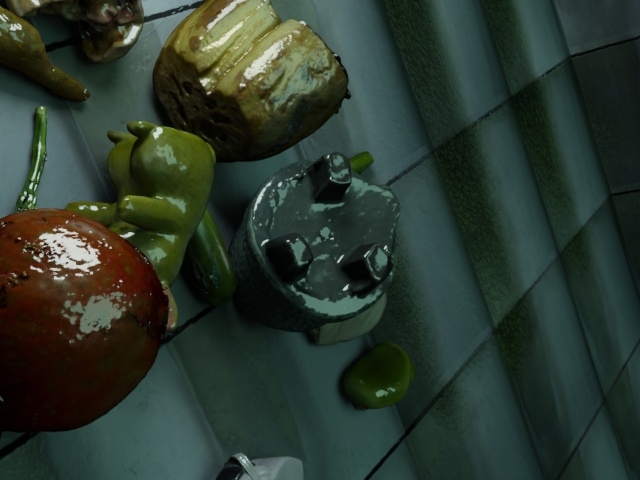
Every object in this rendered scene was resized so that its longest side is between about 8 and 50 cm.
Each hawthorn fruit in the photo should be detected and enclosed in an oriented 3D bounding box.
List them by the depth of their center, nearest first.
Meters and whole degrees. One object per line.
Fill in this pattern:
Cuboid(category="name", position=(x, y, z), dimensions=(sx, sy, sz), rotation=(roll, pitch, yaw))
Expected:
Cuboid(category="hawthorn fruit", position=(-0.356, 0.110, 1.162), dimensions=(0.316, 0.316, 0.316), rotation=(14, 71, -49))

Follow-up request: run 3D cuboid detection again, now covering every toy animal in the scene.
Cuboid(category="toy animal", position=(-0.278, -0.006, 1.345), dimensions=(0.180, 0.181, 0.363), rotation=(26, 72, -33))

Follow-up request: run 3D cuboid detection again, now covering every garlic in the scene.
Cuboid(category="garlic", position=(0.056, 0.114, 1.783), dimensions=(0.229, 0.142, 0.178), rotation=(9, 73, -59))

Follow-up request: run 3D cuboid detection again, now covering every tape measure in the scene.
Cuboid(category="tape measure", position=(-0.114, 0.468, 1.507), dimensions=(0.197, 0.120, 0.236), rotation=(34, 52, -49))

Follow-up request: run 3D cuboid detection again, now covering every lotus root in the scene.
Cuboid(category="lotus root", position=(-0.129, -0.273, 1.533), dimensions=(0.250, 0.316, 0.316), rotation=(-47, 119, -31))

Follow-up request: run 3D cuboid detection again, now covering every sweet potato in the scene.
Cuboid(category="sweet potato", position=(-0.434, -0.277, 1.317), dimensions=(0.269, 0.074, 0.075), rotation=(40, 53, -44))

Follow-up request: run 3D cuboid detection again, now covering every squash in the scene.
Cuboid(category="squash", position=(-0.226, -0.035, 1.512), dimensions=(0.087, 0.087, 0.331), rotation=(-42, 113, -46))

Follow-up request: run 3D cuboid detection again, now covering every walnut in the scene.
Cuboid(category="walnut", position=(-0.362, -0.403, 1.382), dimensions=(0.238, 0.141, 0.204), rotation=(27, 58, -48))

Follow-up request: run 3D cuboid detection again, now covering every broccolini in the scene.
Cuboid(category="broccolini", position=(-0.420, -0.088, 1.314), dimensions=(0.054, 0.051, 0.239), rotation=(85, 8, -69))

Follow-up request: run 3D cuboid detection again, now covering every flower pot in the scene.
Cuboid(category="flower pot", position=(0.000, 0.000, 1.556), dimensions=(0.299, 0.283, 0.299), rotation=(7, 69, -19))

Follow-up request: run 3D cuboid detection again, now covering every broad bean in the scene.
Cuboid(category="broad bean", position=(0.125, 0.281, 1.858), dimensions=(0.174, 0.124, 0.082), rotation=(-49, 160, -42))

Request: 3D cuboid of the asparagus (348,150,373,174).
Cuboid(category="asparagus", position=(0.059, -0.152, 1.922), dimensions=(0.178, 0.041, 0.045), rotation=(-32, 131, -54))

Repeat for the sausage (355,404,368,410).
Cuboid(category="sausage", position=(0.120, 0.317, 1.899), dimensions=(0.147, 0.035, 0.030), rotation=(-28, 136, -49))
